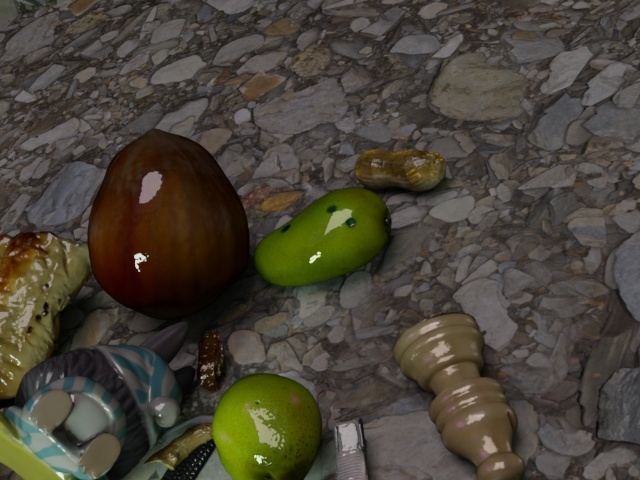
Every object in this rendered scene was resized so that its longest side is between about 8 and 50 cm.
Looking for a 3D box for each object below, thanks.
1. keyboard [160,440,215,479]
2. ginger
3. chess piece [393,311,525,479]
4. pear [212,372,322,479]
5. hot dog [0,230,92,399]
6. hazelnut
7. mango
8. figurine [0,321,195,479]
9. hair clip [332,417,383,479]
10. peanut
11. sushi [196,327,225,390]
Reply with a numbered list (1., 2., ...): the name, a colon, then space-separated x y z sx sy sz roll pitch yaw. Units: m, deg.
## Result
1. keyboard: -0.252 0.419 1.773 0.061 0.013 0.204 8 50 35
2. ginger: -0.236 0.355 1.792 0.137 0.057 0.044 -34 85 -18
3. chess piece: 0.226 0.260 1.634 0.139 0.124 0.307 0 39 -18
4. pear: -0.081 0.315 1.661 0.187 0.187 0.220 -28 37 -3
5. hot dog: -0.670 0.178 2.131 0.367 0.196 0.365 -7 43 32
6. hazelnut: -0.302 -0.023 2.039 0.366 0.366 0.366 -15 40 13
7. mango: 0.000 0.000 2.014 0.293 0.143 0.175 -23 36 18
8. figurine: -0.355 0.245 1.766 0.378 0.266 0.361 -53 8 -32
9. hair clip: 0.040 0.381 1.618 0.159 0.071 0.218 -19 34 12
10. peanut: 0.162 -0.143 2.127 0.206 0.087 0.087 2 46 33
11. sushi: -0.202 0.219 1.939 0.055 0.052 0.120 -4 38 -2
